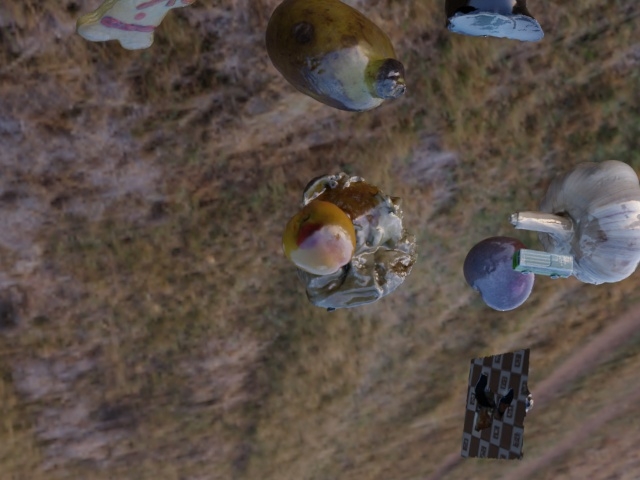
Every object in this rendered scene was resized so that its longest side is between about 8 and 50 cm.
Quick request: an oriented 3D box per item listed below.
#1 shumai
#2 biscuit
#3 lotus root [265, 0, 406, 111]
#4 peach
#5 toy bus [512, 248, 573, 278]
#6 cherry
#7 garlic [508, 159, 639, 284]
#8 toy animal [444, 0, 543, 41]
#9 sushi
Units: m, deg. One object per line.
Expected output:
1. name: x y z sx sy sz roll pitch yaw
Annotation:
1. shumai: 0.063 -0.036 2.131 0.267 0.262 0.314 -4 -156 21
2. biscuit: -0.245 -0.350 1.417 0.234 0.030 0.153 -36 159 35
3. lotus root: 0.017 -0.265 1.425 0.169 0.314 0.141 24 104 -39
4. peach: 0.000 0.000 1.870 0.138 0.138 0.138 -13 159 -5
5. toy bus: 0.313 0.032 1.403 0.083 0.031 0.037 8 162 -7
6. cherry: 0.408 0.066 2.253 0.140 0.176 0.176 -20 169 -47
7. garlic: 0.383 -0.030 1.517 0.226 0.199 0.199 1 154 -34
8. toy animal: 0.290 -0.425 1.640 0.166 0.179 0.138 5 -178 -19
9. sushi: 0.239 0.216 1.296 0.031 0.139 0.201 11 168 -12
